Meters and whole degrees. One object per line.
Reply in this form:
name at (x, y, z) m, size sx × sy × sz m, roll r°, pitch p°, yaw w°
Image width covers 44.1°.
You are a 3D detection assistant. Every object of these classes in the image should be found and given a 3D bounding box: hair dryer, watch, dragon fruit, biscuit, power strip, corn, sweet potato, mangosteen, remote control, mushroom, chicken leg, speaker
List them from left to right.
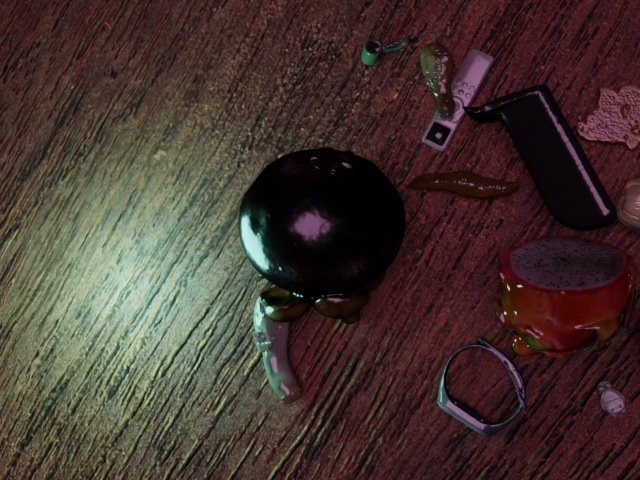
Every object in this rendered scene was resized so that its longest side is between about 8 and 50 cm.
mushroom at (-0.106, 0.264, 1.942) m, size 0.096 × 0.099 × 0.278 m, roll -11°, pitch 87°, yaw 25°
mangosteen at (0.000, 0.000, 1.823) m, size 0.382 × 0.382 × 0.435 m, roll 16°, pitch 122°, yaw 14°
hair dryer at (0.174, -0.483, 1.960) m, size 0.150 × 0.071 × 0.047 m, roll -20°, pitch 85°, yaw -7°
chicken leg at (0.289, -0.389, 1.905) m, size 0.085 × 0.069 × 0.197 m, roll -14°, pitch 75°, yaw 19°
remote control at (0.333, -0.342, 1.920) m, size 0.067 × 0.029 × 0.261 m, roll 29°, pitch 92°, yaw 15°
sweet potato at (0.336, -0.134, 1.888) m, size 0.274 × 0.067 × 0.067 m, roll 5°, pitch 86°, yaw 19°
watch at (0.381, 0.341, 1.834) m, size 0.206 × 0.068 × 0.193 m, roll 32°, pitch 94°, yaw 15°
speaker at (0.502, -0.177, 1.801) m, size 0.184 × 0.180 × 0.388 m, roll -29°, pitch 78°, yaw 16°
dragon fruit at (0.527, 0.140, 1.727) m, size 0.306 × 0.305 × 0.225 m, roll 0°, pitch 113°, yaw 13°
power strip at (0.657, 0.357, 1.785) m, size 0.055 × 0.035 × 0.083 m, roll -28°, pitch 82°, yaw 9°
biscuit at (0.718, -0.291, 1.826) m, size 0.250 × 0.035 × 0.162 m, roll -16°, pitch 87°, yaw 12°
corn at (0.813, -0.056, 1.738) m, size 0.305 × 0.122 × 0.123 m, roll 11°, pitch 89°, yaw 12°
